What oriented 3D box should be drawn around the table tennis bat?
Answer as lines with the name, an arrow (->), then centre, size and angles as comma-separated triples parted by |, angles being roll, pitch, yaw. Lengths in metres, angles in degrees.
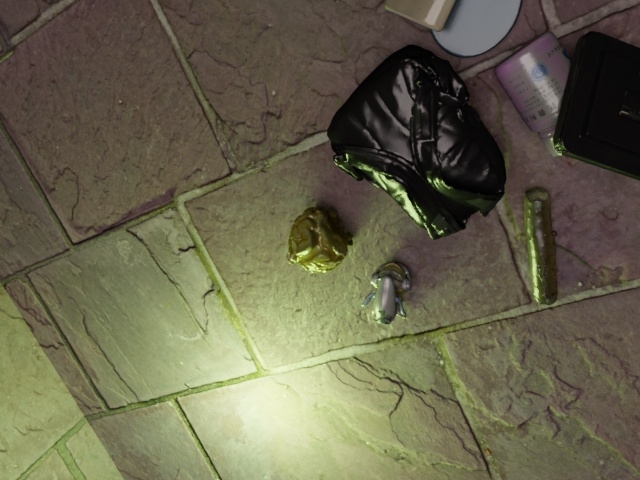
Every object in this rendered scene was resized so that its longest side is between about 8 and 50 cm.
table tennis bat -> 0.369, -0.592, 1.254 | 0.215, 0.044, 0.329 | 23, 118, 13

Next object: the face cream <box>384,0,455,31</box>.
face cream -> 0.278, -0.663, 1.210 | 0.173, 0.081, 0.348 | 40, 119, 31

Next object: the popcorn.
popcorn -> -0.001, 0.001, 1.554 | 0.185, 0.187, 0.167 | 30, 153, -4

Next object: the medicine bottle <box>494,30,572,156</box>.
medicine bottle -> 0.525, -0.331, 1.243 | 0.152, 0.152, 0.254 | -33, 96, 27

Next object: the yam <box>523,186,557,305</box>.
yam -> 0.574, 0.018, 1.416 | 0.071, 0.067, 0.317 | -10, 109, 8

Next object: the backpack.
backpack -> 0.251, -0.223, 1.333 | 0.446, 0.255, 0.363 | 45, 124, -6

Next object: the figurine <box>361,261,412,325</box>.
figurine -> 0.199, 0.160, 1.570 | 0.128, 0.184, 0.208 | 10, 151, 17

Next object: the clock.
clock -> 0.656, -0.285, 1.166 | 0.279, 0.049, 0.273 | 15, 87, -10
